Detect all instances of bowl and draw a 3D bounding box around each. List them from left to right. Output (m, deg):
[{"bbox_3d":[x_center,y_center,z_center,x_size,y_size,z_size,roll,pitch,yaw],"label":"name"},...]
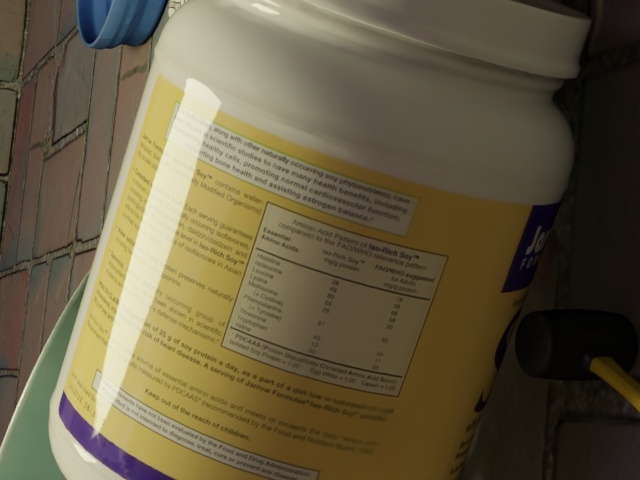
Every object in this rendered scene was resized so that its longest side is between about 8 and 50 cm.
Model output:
[{"bbox_3d":[-0.257,-0.454,2.120,0.391,0.077,0.391,-173,90,-71],"label":"bowl"},{"bbox_3d":[-0.166,0.170,1.407,0.311,0.163,0.311,23,-90,-84],"label":"bowl"}]

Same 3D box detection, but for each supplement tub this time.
[{"bbox_3d":[0.000,0.000,0.868,0.241,0.241,0.331,-130,56,-64],"label":"supplement tub"}]

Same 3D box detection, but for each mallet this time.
[{"bbox_3d":[0.159,0.084,0.770,0.189,0.062,0.039,-125,44,-62],"label":"mallet"}]

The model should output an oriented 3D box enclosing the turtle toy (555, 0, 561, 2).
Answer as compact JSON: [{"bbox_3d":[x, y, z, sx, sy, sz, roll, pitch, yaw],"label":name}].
[{"bbox_3d":[0.112,-0.120,0.970,0.095,0.066,0.130,2,87,47],"label":"turtle toy"}]

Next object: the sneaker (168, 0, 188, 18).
[{"bbox_3d":[-0.112,-0.328,1.645,0.145,0.090,0.270,142,130,-60],"label":"sneaker"}]
